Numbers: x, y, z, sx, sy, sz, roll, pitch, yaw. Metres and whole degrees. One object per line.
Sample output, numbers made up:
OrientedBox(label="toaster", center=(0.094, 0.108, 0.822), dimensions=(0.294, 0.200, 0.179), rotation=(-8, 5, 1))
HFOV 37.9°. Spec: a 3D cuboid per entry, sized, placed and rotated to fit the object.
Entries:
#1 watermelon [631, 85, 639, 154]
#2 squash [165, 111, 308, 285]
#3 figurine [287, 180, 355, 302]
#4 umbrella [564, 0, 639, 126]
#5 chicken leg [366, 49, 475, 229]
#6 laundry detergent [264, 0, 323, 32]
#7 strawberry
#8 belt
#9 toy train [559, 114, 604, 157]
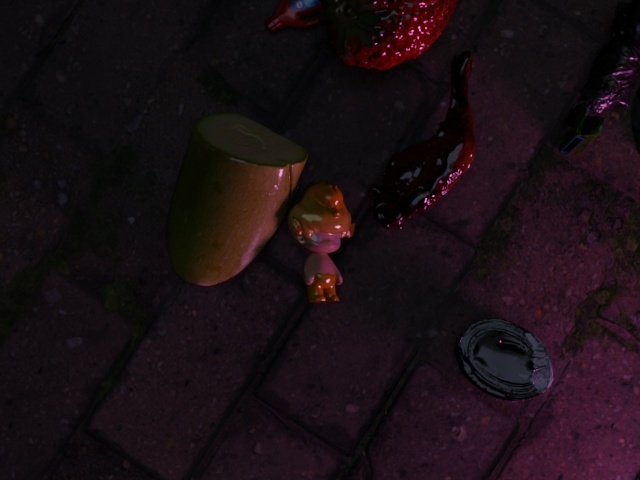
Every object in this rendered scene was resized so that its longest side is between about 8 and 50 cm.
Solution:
OrientedBox(label="watermelon", center=(0.709, -0.255, 1.882), dimensions=(0.139, 0.071, 0.187), rotation=(5, 84, -1))
OrientedBox(label="squash", center=(-0.188, -0.065, 1.874), dimensions=(0.233, 0.210, 0.309), rotation=(28, 120, 19))
OrientedBox(label="figurine", center=(0.000, 0.000, 1.856), dimensions=(0.156, 0.131, 0.247), rotation=(6, 81, -37))
OrientedBox(label="umbrella", center=(0.628, -0.360, 1.872), dimensions=(0.154, 0.128, 0.337), rotation=(25, 93, 27))
OrientedBox(label="chicken leg", center=(0.239, -0.194, 1.886), dimensions=(0.157, 0.096, 0.407), rotation=(25, 83, 23))
OrientedBox(label="laundry detergent", center=(-0.041, -0.485, 1.945), dimensions=(0.165, 0.049, 0.097), rotation=(-36, 87, 1))
OrientedBox(label="strawberry", center=(0.155, -0.468, 1.849), dimensions=(0.288, 0.250, 0.239), rotation=(-18, 114, -34))
OrientedBox(label="belt", center=(0.365, 0.235, 1.838), dimensions=(0.198, 0.078, 0.151), rotation=(30, 82, 6))
OrientedBox(label="toy train", center=(0.504, -0.207, 1.811), dimensions=(0.042, 0.209, 0.044), rotation=(20, 85, 5))
